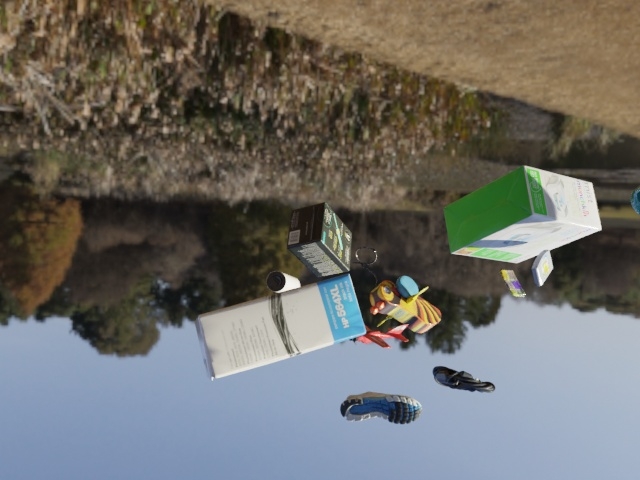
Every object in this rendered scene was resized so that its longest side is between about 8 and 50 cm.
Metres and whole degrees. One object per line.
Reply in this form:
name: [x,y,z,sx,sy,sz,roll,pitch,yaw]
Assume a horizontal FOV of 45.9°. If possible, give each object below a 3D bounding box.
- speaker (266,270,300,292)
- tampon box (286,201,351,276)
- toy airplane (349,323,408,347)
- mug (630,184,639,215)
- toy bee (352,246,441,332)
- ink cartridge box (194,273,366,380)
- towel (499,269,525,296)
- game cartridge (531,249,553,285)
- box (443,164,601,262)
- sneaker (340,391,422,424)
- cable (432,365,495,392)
speaker: [-0.097,0.114,1.988,0.055,0.055,0.136,3,172,14]
tampon box: [0.000,0.000,1.952,0.101,0.120,0.161,-12,144,26]
toy airplane: [0.127,0.207,1.661,0.151,0.028,0.151,3,-161,-1]
mug: [0.407,-0.043,0.802,0.158,0.097,0.129,54,-177,35]
toy bee: [0.196,0.176,2.119,0.298,0.195,0.162,24,-142,5]
ink cartridge box: [-0.060,0.116,1.008,0.203,0.086,0.148,-14,174,-13]
towel: [0.519,0.114,2.048,0.060,0.083,0.009,8,140,-38]
game cartridge: [0.502,0.059,1.712,0.017,0.056,0.083,-4,-151,41]
box: [0.462,-0.054,1.750,0.231,0.127,0.262,10,156,-32]
sneaker: [0.145,0.385,1.792,0.190,0.071,0.083,3,-169,8]
cable: [0.375,0.369,1.999,0.150,0.047,0.184,16,166,-10]
